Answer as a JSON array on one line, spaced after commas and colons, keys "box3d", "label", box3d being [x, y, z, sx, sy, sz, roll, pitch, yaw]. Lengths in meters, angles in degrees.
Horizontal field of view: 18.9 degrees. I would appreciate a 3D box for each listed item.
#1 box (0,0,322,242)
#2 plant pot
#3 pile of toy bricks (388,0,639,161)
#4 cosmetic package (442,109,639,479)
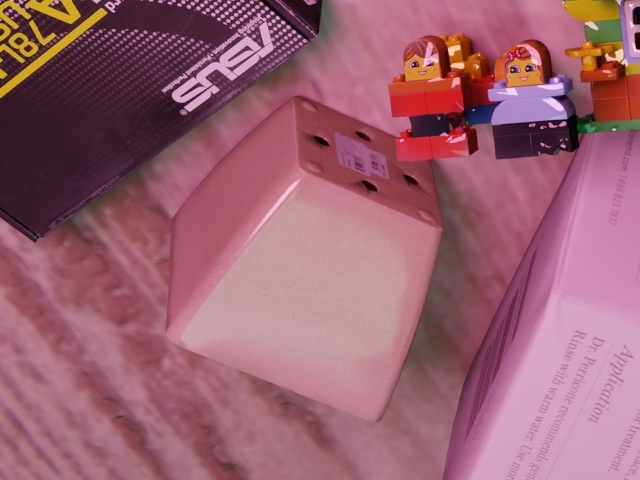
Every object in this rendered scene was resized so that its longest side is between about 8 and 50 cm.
[{"box3d": [-0.128, -0.105, 0.830, 0.191, 0.045, 0.184, -32, 120, 30], "label": "box"}, {"box3d": [0.000, 0.000, 0.881, 0.109, 0.109, 0.096, 23, 118, -16], "label": "plant pot"}, {"box3d": [0.123, -0.098, 0.790, 0.212, 0.118, 0.105, -4, 101, 20], "label": "pile of toy bricks"}, {"box3d": [0.263, 0.112, 0.878, 0.385, 0.156, 0.217, 20, 132, 0], "label": "cosmetic package"}]
